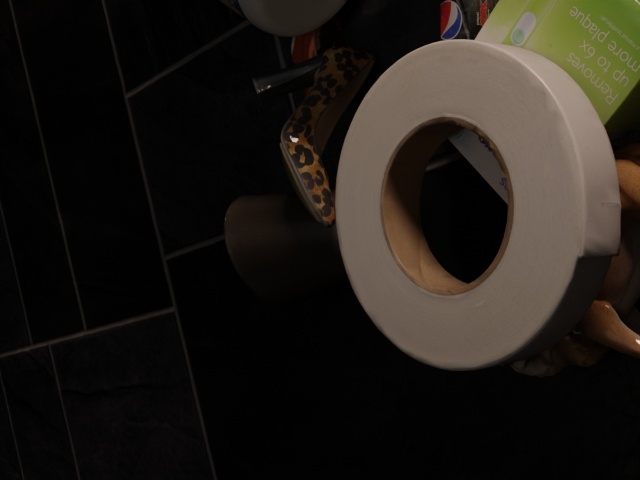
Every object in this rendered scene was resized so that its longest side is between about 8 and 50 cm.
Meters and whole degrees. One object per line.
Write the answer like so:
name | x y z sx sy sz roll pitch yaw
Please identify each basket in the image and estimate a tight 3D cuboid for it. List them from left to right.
basket | 0.000 0.000 1.478 0.227 0.154 0.204 -11 128 41

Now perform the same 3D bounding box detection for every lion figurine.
lion figurine | 0.342 0.016 1.138 0.240 0.142 0.392 38 117 33

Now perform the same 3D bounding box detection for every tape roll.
tape roll | 0.168 -0.040 1.152 0.392 0.072 0.392 4 95 50

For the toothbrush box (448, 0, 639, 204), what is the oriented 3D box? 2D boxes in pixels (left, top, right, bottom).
toothbrush box | 0.289 -0.192 1.154 0.206 0.122 0.283 53 133 26

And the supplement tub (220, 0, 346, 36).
supplement tub | -0.108 -0.464 1.441 0.316 0.228 0.228 40 125 34

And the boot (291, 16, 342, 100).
boot | -0.010 -0.263 1.508 0.084 0.059 0.158 7 95 49

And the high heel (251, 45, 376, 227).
high heel | 0.029 -0.157 1.394 0.093 0.186 0.261 88 161 -70

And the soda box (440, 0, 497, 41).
soda box | 0.194 -0.290 1.277 0.053 0.060 0.169 10 105 50
